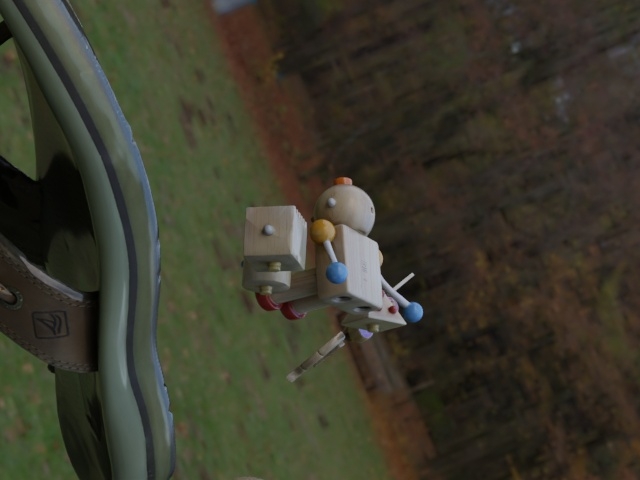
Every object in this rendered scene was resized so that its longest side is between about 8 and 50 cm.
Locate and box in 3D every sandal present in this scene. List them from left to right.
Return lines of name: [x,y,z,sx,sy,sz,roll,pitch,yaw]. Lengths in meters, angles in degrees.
sandal: [-0.119,0.003,0.551,0.120,0.086,0.303,-127,-152,-50]

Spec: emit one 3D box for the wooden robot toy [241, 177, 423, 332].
wooden robot toy: [0.000,0.000,0.778,0.173,0.076,0.079,30,57,-55]

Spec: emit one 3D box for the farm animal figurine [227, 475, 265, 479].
farm animal figurine: [-0.114,0.336,0.943,0.327,0.172,0.330,143,-37,-62]

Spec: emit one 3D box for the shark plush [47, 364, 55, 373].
shark plush: [-0.210,0.138,1.266,0.161,0.067,0.073,48,-35,-21]

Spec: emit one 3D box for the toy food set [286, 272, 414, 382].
toy food set: [0.031,0.076,1.117,0.019,0.122,0.078,51,27,4]
